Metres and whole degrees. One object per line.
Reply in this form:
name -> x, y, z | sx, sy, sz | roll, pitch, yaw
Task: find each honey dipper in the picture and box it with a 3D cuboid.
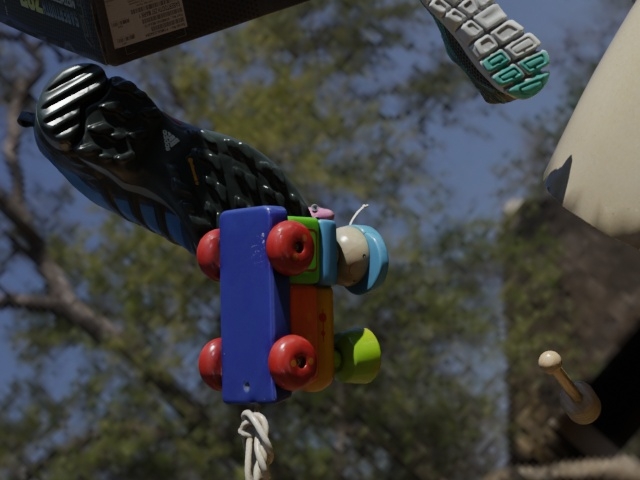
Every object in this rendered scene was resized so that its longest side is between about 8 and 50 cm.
honey dipper -> 0.199, 0.118, 1.326 | 0.030, 0.030, 0.160 | -48, -26, -1

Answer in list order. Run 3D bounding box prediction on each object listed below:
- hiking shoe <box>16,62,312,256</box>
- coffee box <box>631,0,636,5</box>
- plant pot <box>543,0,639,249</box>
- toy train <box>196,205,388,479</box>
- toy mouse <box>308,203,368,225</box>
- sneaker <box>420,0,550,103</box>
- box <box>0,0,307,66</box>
hiking shoe -> -0.131, -0.052, 1.511 | 0.113, 0.304, 0.132 | -56, 12, -18
coffee box -> 0.422, -0.355, 1.621 | 0.297, 0.119, 0.168 | -23, -24, 11
plant pot -> 0.335, -0.139, 1.290 | 0.256, 0.256, 0.274 | -22, -49, -58
toy train -> -0.012, 0.100, 1.299 | 0.143, 0.248, 0.105 | 2, -6, -42
toy mouse -> 0.000, 0.000, 1.999 | 0.143, 0.161, 0.031 | -40, -29, 10
sneaker -> 0.110, -0.173, 1.295 | 0.065, 0.166, 0.076 | -30, -5, -17
box -> -0.069, -0.178, 1.001 | 0.232, 0.183, 0.059 | -22, -64, -25
